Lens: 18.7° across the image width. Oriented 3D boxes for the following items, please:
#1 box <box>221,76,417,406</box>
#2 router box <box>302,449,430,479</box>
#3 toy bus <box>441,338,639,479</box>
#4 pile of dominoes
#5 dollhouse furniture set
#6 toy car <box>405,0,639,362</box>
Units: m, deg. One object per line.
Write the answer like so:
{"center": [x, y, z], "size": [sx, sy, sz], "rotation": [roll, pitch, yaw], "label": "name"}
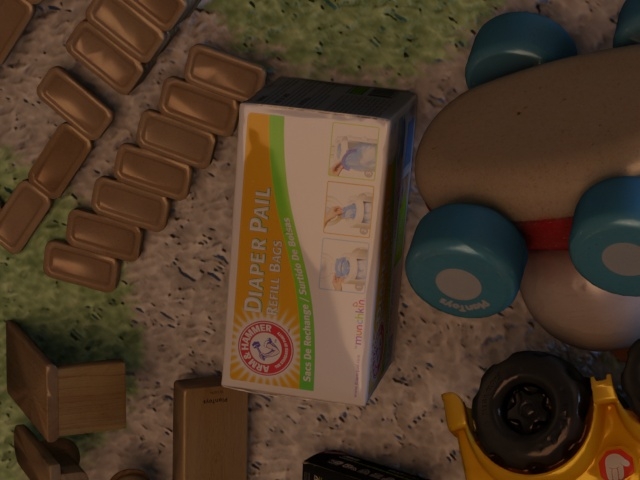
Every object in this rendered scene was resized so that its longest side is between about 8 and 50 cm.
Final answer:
{"center": [0.000, 0.000, 1.340], "size": [0.103, 0.114, 0.203], "rotation": [7, 105, 11], "label": "box"}
{"center": [0.031, 0.221, 1.404], "size": [0.092, 0.038, 0.122], "rotation": [14, 108, 39], "label": "router box"}
{"center": [0.205, 0.174, 1.260], "size": [0.220, 0.149, 0.211], "rotation": [-13, 71, 20], "label": "toy bus"}
{"center": [-0.170, -0.093, 1.409], "size": [0.196, 0.040, 0.251], "rotation": [39, 116, 1], "label": "pile of dominoes"}
{"center": [-0.147, 0.138, 1.449], "size": [0.151, 0.123, 0.144], "rotation": [-4, 104, -22], "label": "dollhouse furniture set"}
{"center": [0.196, -0.005, 1.274], "size": [0.210, 0.219, 0.238], "rotation": [-9, 133, 29], "label": "toy car"}
